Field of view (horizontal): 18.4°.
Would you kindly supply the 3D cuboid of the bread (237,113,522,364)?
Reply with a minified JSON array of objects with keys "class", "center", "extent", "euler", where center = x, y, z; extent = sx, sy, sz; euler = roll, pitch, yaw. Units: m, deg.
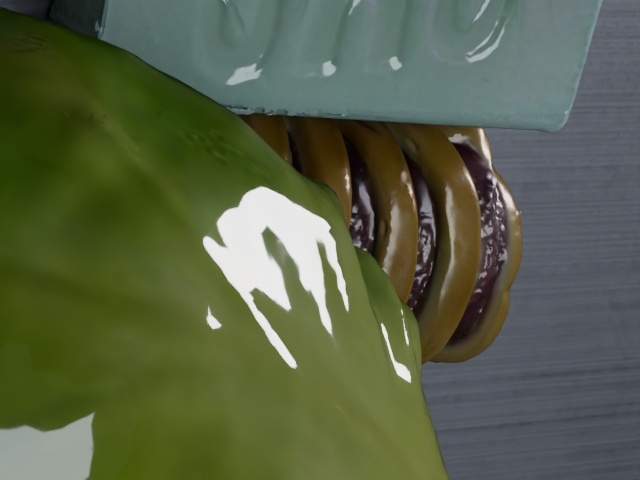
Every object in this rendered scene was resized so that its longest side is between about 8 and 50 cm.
[{"class":"bread","center":[0.000,0.000,0.973],"extent":[0.225,0.081,0.134],"euler":[4,107,-26]}]

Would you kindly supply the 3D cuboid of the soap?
[{"class":"soap","center":[0.008,-0.134,0.914],"extent":[0.261,0.094,0.150],"euler":[1,109,-28]}]

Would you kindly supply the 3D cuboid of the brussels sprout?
[{"class":"brussels sprout","center":[-0.172,0.098,0.751],"extent":[0.425,0.342,0.361],"euler":[-21,136,8]}]
